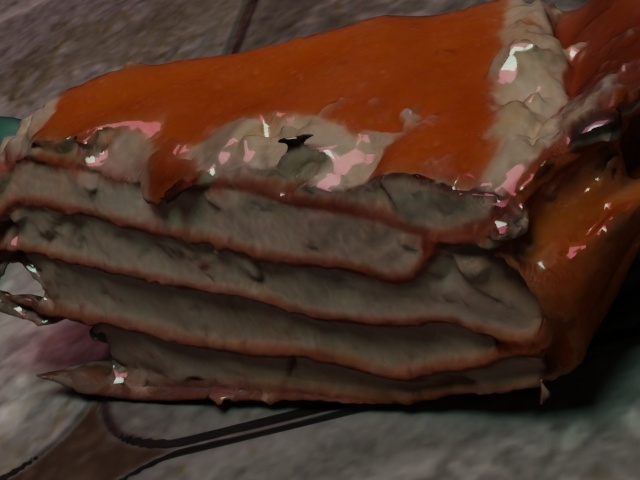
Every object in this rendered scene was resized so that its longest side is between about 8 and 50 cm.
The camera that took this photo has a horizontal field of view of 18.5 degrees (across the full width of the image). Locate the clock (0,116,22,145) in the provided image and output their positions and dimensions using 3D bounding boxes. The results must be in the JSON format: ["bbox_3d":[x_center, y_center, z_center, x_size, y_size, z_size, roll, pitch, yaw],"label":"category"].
[{"bbox_3d":[-0.201,0.004,0.807,0.148,0.060,0.188,-13,31,26],"label":"clock"}]

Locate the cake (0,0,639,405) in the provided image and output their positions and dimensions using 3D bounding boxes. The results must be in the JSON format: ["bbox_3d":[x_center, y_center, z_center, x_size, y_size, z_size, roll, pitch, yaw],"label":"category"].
[{"bbox_3d":[-0.003,-0.005,0.616,0.287,0.098,0.135,-13,32,24],"label":"cake"}]
